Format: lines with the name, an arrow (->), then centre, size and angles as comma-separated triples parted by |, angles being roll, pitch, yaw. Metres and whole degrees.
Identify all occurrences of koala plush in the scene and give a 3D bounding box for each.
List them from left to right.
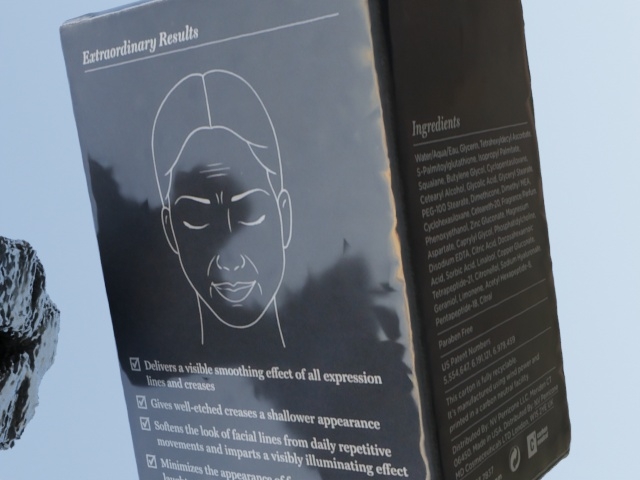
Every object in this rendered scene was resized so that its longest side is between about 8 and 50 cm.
koala plush -> -0.331, 0.068, 0.713 | 0.203, 0.221, 0.196 | -6, -77, -83

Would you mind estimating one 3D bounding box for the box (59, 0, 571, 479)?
box -> 0.000, 0.000, 0.741 | 0.212, 0.294, 0.395 | -18, -77, -52
